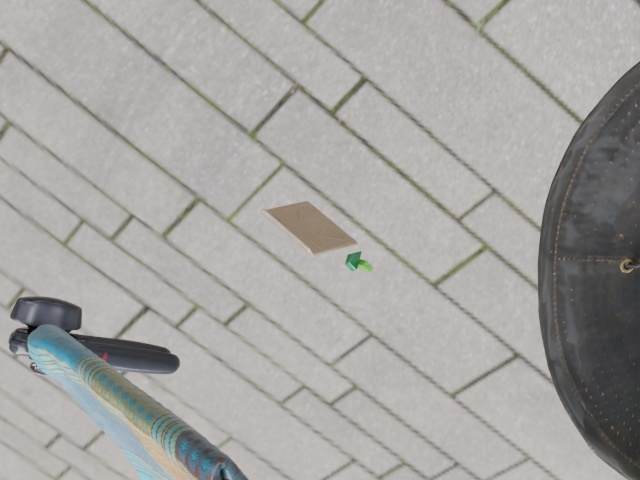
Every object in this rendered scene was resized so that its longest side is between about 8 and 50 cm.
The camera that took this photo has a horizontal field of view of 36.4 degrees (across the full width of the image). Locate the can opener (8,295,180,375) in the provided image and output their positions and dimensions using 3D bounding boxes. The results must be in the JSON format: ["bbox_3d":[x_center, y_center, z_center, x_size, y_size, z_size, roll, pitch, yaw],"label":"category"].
[{"bbox_3d":[-0.233,0.113,1.012,0.186,0.059,0.073,18,100,-27],"label":"can opener"}]

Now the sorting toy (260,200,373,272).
[{"bbox_3d":[0.000,0.000,0.727,0.083,0.062,0.012,41,119,26],"label":"sorting toy"}]

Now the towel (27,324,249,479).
[{"bbox_3d":[-0.110,0.210,0.812,0.370,0.040,0.271,18,144,55],"label":"towel"}]

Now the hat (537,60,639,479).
[{"bbox_3d":[0.292,0.015,0.656,0.331,0.134,0.331,1,101,5],"label":"hat"}]
